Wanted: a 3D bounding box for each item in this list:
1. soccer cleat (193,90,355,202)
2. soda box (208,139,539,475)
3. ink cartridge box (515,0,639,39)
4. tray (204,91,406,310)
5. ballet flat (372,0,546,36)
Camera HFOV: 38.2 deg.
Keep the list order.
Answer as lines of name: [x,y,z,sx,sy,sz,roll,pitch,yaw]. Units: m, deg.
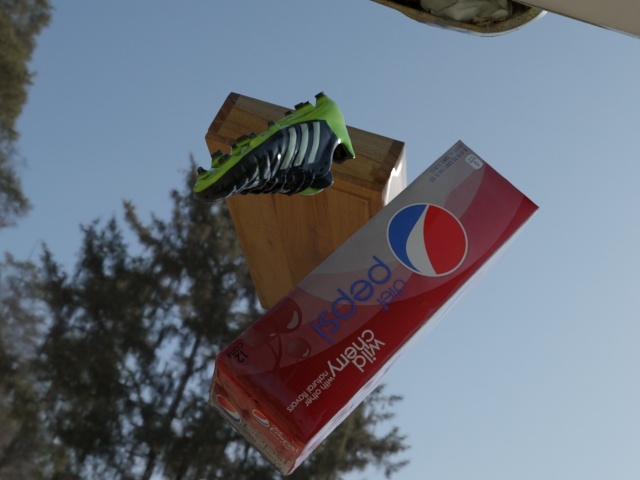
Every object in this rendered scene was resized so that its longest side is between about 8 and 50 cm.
soccer cleat: [-0.030,-0.062,0.749,0.060,0.179,0.072,-20,-78,44]
soda box: [0.041,0.044,0.672,0.083,0.263,0.092,42,-27,12]
ink cartridge box: [0.087,-0.259,0.370,0.384,0.160,0.279,24,-37,17]
tray: [0.000,0.000,1.125,0.202,0.076,0.411,19,-25,16]
ballet flat: [0.032,-0.244,0.724,0.348,0.123,0.123,15,-26,-14]
